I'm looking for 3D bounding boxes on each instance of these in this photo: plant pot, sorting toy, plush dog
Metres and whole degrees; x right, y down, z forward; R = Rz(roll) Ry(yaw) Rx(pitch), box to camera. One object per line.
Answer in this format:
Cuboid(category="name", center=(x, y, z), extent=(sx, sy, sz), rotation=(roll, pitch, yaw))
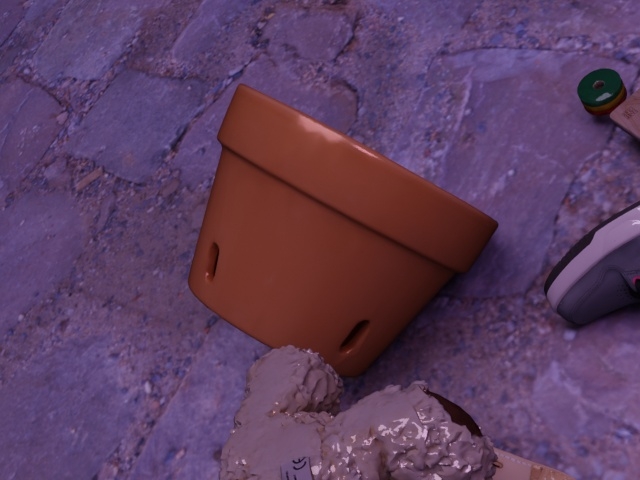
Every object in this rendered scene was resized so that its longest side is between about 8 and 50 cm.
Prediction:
Cuboid(category="plant pot", center=(0.000, 0.000, 0.955), extent=(0.291, 0.291, 0.203), rotation=(34, 97, 46))
Cuboid(category="sorting toy", center=(0.381, -0.116, 0.915), extent=(0.132, 0.046, 0.274), rotation=(-41, 43, 2))
Cuboid(category="plush dog", center=(0.015, 0.238, 0.780), extent=(0.262, 0.225, 0.210), rotation=(7, 42, 50))

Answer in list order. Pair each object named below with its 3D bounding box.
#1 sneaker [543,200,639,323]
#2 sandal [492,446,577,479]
Cuboid(category="sneaker", center=(0.333, 0.044, 0.780), extent=(0.295, 0.124, 0.178), rotation=(-38, 57, 37))
Cuboid(category="sandal", center=(0.118, 0.202, 0.835), extent=(0.240, 0.079, 0.088), rotation=(5, 61, 38))
